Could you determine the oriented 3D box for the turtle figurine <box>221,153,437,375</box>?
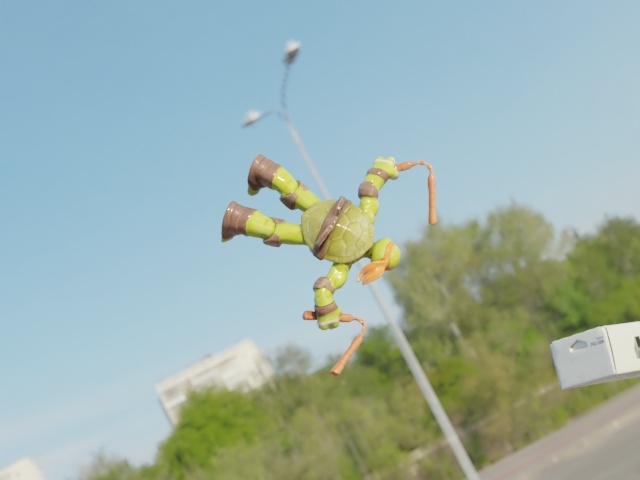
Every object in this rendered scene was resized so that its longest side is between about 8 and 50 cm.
[{"bbox_3d":[0.000,0.000,1.571,0.087,0.217,0.269,60,-127,-75],"label":"turtle figurine"}]

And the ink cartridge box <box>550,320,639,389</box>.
[{"bbox_3d":[0.342,0.125,1.552,0.135,0.056,0.099,-5,-13,-31],"label":"ink cartridge box"}]
